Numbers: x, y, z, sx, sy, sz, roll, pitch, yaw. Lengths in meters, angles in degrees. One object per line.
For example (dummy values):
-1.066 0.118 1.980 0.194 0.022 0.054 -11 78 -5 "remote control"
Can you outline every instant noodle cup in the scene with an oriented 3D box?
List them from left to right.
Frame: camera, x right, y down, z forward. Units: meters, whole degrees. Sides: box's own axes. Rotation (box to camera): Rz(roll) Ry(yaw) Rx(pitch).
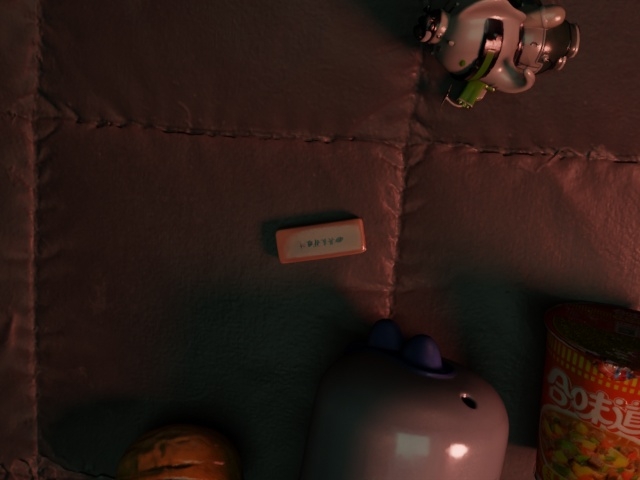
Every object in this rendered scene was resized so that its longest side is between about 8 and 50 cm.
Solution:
0.340 0.206 0.803 0.193 0.193 0.212 8 107 4 "instant noodle cup"

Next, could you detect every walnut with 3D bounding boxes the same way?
-0.185 0.315 0.887 0.180 0.144 0.144 0 99 14 "walnut"

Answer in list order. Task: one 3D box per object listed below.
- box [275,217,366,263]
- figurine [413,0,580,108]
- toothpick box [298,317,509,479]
0.000 0.000 0.874 0.115 0.025 0.048 -7 100 6 "box"
0.197 -0.229 0.771 0.192 0.147 0.126 5 81 -14 "figurine"
0.083 0.279 0.814 0.263 0.263 0.354 11 99 4 "toothpick box"
